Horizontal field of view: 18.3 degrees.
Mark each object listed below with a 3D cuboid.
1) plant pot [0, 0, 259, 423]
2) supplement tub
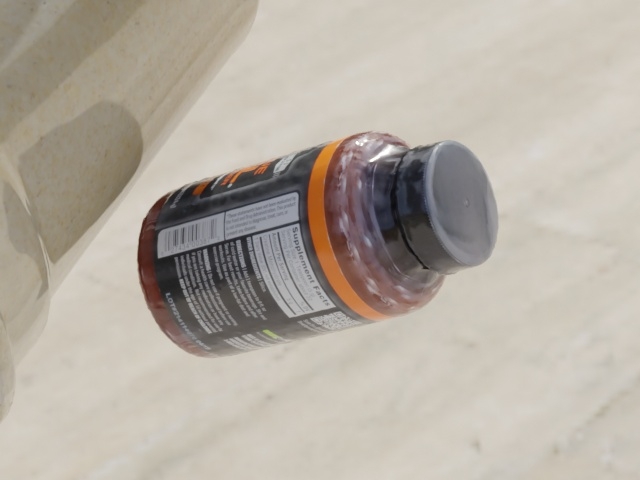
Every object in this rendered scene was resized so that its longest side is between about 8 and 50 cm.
[{"bbox_3d":[-0.206,-0.108,1.129,0.333,0.334,0.305,14,49,39],"label":"plant pot"},{"bbox_3d":[0.000,0.000,1.114,0.198,0.106,0.106,-15,22,35],"label":"supplement tub"}]
